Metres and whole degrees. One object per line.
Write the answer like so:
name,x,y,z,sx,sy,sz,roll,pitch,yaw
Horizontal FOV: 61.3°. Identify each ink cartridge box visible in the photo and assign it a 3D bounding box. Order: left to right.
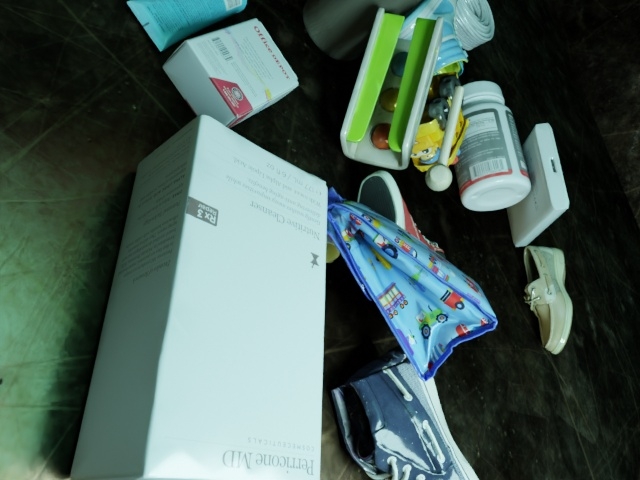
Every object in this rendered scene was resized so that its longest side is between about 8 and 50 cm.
ink cartridge box,-0.132,-0.255,0.837,0.127,0.072,0.175,56,42,-10

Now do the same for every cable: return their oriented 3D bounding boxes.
cable,0.427,-0.705,1.636,0.257,0.089,0.257,33,51,-32

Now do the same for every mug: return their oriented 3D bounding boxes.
mug,-0.003,-0.001,0.870,0.062,0.078,0.064,3,55,-11

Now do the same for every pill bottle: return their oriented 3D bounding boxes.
pill bottle,0.399,-0.229,1.312,0.161,0.161,0.283,16,60,-41

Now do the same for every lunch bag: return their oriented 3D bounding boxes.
lunch bag,0.109,0.030,0.821,0.293,0.138,0.221,48,12,2

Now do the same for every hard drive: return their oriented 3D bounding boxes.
hard drive,0.512,-0.121,1.314,0.307,0.040,0.203,72,12,-74

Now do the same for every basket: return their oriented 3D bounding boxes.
basket,0.106,-0.493,1.088,0.154,0.227,0.204,58,41,-8

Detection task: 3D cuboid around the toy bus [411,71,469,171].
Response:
toy bus,0.242,-0.227,1.181,0.211,0.149,0.220,60,41,-30

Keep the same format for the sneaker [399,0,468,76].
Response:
sneaker,0.319,-0.537,1.414,0.208,0.127,0.319,50,53,-14

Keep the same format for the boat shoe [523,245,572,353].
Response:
boat shoe,0.558,0.140,1.354,0.098,0.109,0.302,11,55,3

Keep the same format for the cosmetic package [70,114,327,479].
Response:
cosmetic package,-0.117,0.080,0.624,0.217,0.156,0.385,24,54,-39

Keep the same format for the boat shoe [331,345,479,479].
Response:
boat shoe,0.128,0.337,0.792,0.158,0.127,0.340,-8,69,-42

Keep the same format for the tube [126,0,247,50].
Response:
tube,-0.198,-0.361,0.844,0.080,0.052,0.207,52,47,-7

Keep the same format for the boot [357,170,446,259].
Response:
boot,0.164,-0.015,1.022,0.176,0.088,0.244,-15,90,-49

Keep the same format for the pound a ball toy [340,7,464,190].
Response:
pound a ball toy,0.169,-0.249,1.009,0.136,0.208,0.319,58,47,-74
